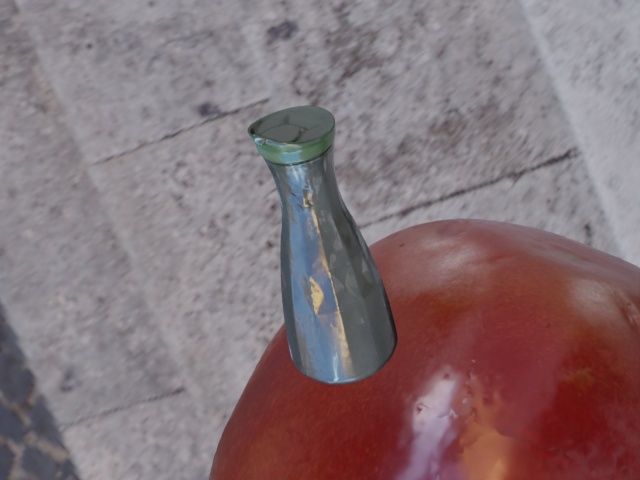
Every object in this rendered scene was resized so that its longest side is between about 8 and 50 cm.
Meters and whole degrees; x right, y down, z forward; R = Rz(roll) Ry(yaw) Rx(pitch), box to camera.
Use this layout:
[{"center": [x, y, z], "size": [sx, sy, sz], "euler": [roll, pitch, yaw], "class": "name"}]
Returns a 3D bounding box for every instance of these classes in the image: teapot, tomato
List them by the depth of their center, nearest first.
[{"center": [0.000, 0.000, 0.629], "size": [0.042, 0.043, 0.111], "euler": [2, 127, 20], "class": "teapot"}, {"center": [0.093, 0.110, 0.857], "size": [0.298, 0.298, 0.226], "euler": [17, 104, 15], "class": "tomato"}]
